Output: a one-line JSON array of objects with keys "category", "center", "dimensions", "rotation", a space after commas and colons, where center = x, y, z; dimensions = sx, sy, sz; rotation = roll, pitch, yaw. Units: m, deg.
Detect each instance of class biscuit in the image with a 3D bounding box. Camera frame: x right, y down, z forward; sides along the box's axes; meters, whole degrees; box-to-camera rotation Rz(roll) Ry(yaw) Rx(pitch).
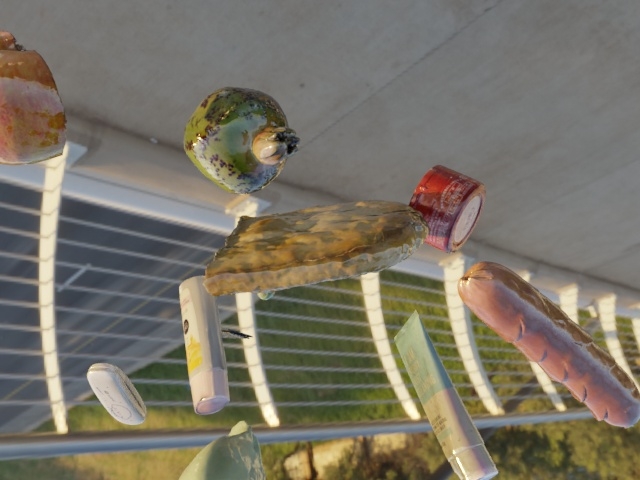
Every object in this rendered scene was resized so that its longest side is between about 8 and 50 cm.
[{"category": "biscuit", "center": [0.000, 0.001, 1.327], "dimensions": [0.445, 0.104, 0.429], "rotation": [-9, -166, -1]}]

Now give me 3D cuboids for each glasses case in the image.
[{"category": "glasses case", "center": [-0.443, 0.338, 1.390], "dimensions": [0.076, 0.049, 0.197], "rotation": [-4, 130, 13]}]

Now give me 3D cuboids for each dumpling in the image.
[{"category": "dumpling", "center": [-0.229, 0.596, 1.436], "dimensions": [0.320, 0.211, 0.270], "rotation": [-16, 130, -63]}]

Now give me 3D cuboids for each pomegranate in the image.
[{"category": "pomegranate", "center": [-0.172, -0.251, 1.595], "dimensions": [0.285, 0.285, 0.340], "rotation": [16, 180, -44]}]

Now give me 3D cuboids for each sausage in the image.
[{"category": "sausage", "center": [0.336, 0.153, 0.886], "dimensions": [0.087, 0.088, 0.433], "rotation": [-31, 124, 35]}]

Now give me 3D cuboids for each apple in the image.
[{"category": "apple", "center": [-0.663, -0.279, 1.292], "dimensions": [0.163, 0.292, 0.251], "rotation": [-29, 130, -41]}]

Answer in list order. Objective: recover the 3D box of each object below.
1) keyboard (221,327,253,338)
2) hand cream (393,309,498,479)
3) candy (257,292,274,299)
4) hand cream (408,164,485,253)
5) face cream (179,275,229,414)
[{"category": "keyboard", "center": [-0.232, 0.212, 1.451], "dimensions": [0.074, 0.015, 0.196], "rotation": [19, 163, -34]}, {"category": "hand cream", "center": [0.214, 0.283, 1.149], "dimensions": [0.070, 0.312, 0.111], "rotation": [-9, 144, -26]}, {"category": "candy", "center": [-0.220, 0.132, 1.932], "dimensions": [0.202, 0.061, 0.061], "rotation": [24, 139, -39]}, {"category": "hand cream", "center": [0.300, -0.074, 1.520], "dimensions": [0.193, 0.125, 0.193], "rotation": [-41, 148, -33]}, {"category": "face cream", "center": [-0.235, 0.208, 1.286], "dimensions": [0.073, 0.269, 0.107], "rotation": [1, 148, -26]}]
